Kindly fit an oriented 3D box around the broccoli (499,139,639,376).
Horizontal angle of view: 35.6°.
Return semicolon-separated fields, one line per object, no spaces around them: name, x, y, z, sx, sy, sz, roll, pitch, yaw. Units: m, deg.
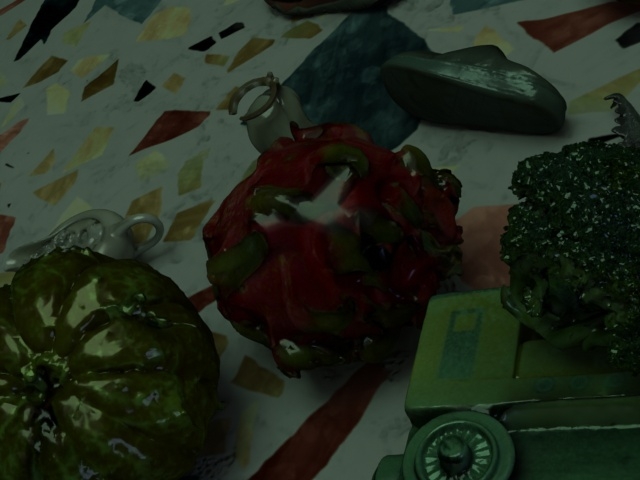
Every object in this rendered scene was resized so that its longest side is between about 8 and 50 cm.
broccoli;0.218;0.009;0.761;0.195;0.195;0.156;59;135;48

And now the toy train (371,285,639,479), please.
toy train;0.236;0.147;0.807;0.396;0.160;0.253;-8;40;27

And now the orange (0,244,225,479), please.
orange;-0.241;0.165;1.052;0.300;0.223;0.301;13;79;24

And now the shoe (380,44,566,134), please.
shoe;0.186;-0.192;1.182;0.251;0.103;0.100;20;67;38

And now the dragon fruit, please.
dragon fruit;0.006;0.010;1.032;0.302;0.237;0.231;-23;21;31

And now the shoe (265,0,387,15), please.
shoe;-0.007;-0.418;1.486;0.290;0.137;0.114;10;59;41

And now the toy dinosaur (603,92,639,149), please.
toy dinosaur;0.344;-0.103;1.037;0.082;0.039;0.209;-32;41;8

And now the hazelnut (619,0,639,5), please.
hazelnut;0.388;-0.352;1.163;0.150;0.150;0.150;-19;45;20

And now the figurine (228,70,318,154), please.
figurine;-0.051;-0.133;1.246;0.132;0.154;0.132;-19;45;20

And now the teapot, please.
teapot;-0.304;0.021;1.327;0.226;0.092;0.145;-23;46;14
